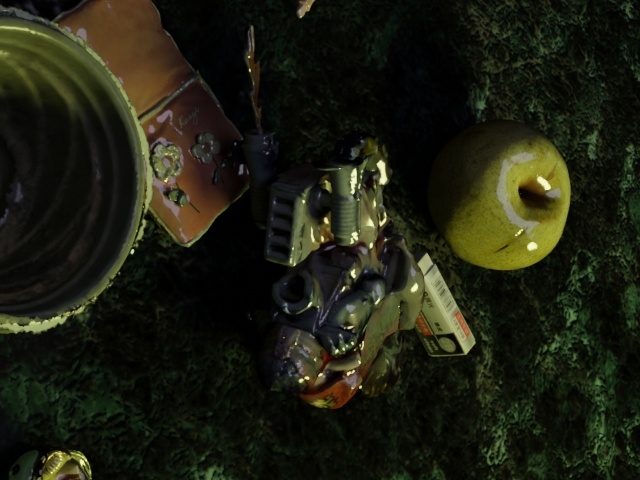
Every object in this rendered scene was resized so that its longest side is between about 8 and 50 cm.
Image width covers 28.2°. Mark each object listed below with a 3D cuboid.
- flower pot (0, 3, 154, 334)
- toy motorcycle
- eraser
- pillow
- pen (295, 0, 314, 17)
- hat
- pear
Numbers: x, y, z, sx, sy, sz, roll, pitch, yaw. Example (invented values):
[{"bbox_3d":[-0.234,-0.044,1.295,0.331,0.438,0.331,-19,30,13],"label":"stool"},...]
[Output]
[{"bbox_3d":[-0.253,-0.046,0.935,0.235,0.140,0.235,5,82,-43],"label":"flower pot"},{"bbox_3d":[0.000,0.000,1.162,0.207,0.134,0.401,-34,129,-45],"label":"toy motorcycle"},{"bbox_3d":[0.116,0.070,1.355,0.029,0.052,0.122,-48,117,-40],"label":"eraser"},{"bbox_3d":[-0.149,-0.114,1.118,0.126,0.043,0.232,-50,119,-33],"label":"pillow"},{"bbox_3d":[0.009,-0.303,1.311,0.053,0.032,0.197,44,54,-34],"label":"pen"},{"bbox_3d":[-0.223,0.198,0.995,0.076,0.059,0.077,29,70,-57],"label":"hat"},{"bbox_3d":[0.194,-0.050,1.392,0.167,0.136,0.167,4,84,-42],"label":"pear"}]
